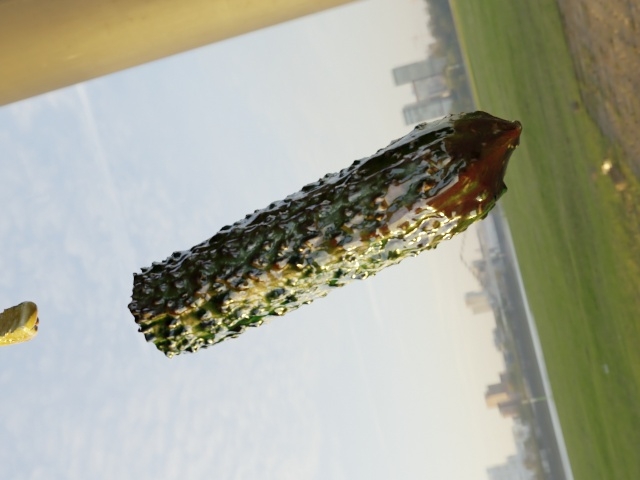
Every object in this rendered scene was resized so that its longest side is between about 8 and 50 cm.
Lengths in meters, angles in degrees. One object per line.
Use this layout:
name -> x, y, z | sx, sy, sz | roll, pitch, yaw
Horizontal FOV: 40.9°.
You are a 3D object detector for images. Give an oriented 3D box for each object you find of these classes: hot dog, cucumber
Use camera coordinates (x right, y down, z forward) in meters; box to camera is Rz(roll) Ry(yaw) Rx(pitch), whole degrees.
hot dog -> -0.289, 0.082, 0.826 | 0.034, 0.090, 0.030 | 18, -117, -38
cucumber -> 0.000, 0.000, 0.672 | 0.096, 0.359, 0.096 | 34, -135, -41
